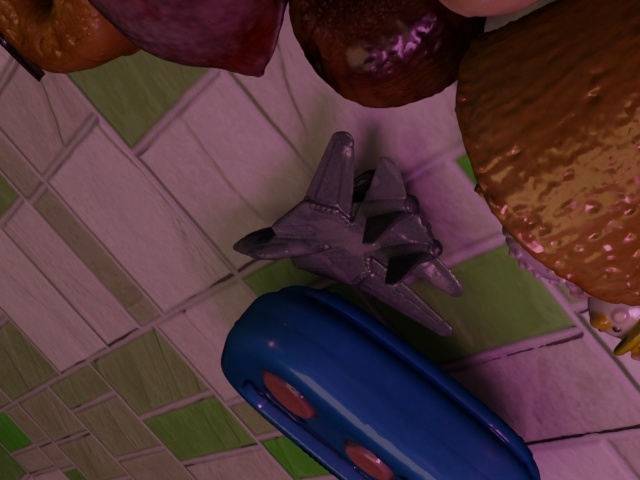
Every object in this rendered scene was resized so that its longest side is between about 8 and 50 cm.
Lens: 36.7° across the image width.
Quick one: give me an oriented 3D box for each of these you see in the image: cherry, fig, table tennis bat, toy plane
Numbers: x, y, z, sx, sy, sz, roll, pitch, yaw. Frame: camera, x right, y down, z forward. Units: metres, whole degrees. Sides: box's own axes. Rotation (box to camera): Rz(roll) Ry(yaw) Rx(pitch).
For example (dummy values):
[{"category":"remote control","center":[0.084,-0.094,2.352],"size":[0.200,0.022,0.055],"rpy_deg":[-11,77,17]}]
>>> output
[{"category":"cherry","center":[-0.103,-0.229,0.703],"size":[0.192,0.175,0.250],"rpy_deg":[-12,116,35]},{"category":"fig","center":[0.062,-0.140,0.689],"size":[0.133,0.146,0.201],"rpy_deg":[-11,151,18]},{"category":"table tennis bat","center":[-0.350,-0.230,1.006],"size":[0.130,0.019,0.220],"rpy_deg":[43,174,7]},{"category":"toy plane","center":[0.008,-0.007,0.908],"size":[0.267,0.088,0.212],"rpy_deg":[2,127,55]}]

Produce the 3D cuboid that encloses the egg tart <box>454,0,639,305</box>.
[{"category":"egg tart","center":[0.193,-0.078,0.558],"size":[0.202,0.202,0.147],"rpy_deg":[47,132,-4]}]

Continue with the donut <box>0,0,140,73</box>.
[{"category":"donut","center":[-0.236,-0.257,0.861],"size":[0.226,0.114,0.227],"rpy_deg":[26,140,24]}]

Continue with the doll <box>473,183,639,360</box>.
[{"category":"doll","center":[0.202,0.015,0.726],"size":[0.207,0.081,0.129],"rpy_deg":[46,165,-6]}]

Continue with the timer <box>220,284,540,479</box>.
[{"category":"timer","center":[0.053,0.184,0.975],"size":[0.340,0.115,0.309],"rpy_deg":[38,161,4]}]

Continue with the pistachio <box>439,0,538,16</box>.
[{"category":"pistachio","center":[0.121,-0.222,0.500],"size":[0.157,0.157,0.229],"rpy_deg":[40,139,7]}]
